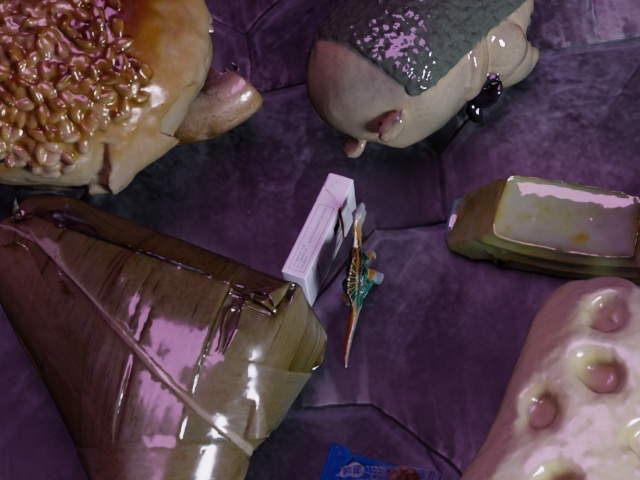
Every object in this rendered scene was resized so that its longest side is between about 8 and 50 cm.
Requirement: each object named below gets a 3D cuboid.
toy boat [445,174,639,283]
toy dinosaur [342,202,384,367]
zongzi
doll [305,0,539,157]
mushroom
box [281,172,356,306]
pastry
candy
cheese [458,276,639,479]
[{"bbox_3d":[0.295,-0.016,1.730,0.276,0.084,0.111,10,64,11],"label":"toy boat"},{"bbox_3d":[0.043,0.052,1.707,0.044,0.106,0.187,12,62,14],"label":"toy dinosaur"},{"bbox_3d":[-0.304,0.182,1.611,0.500,0.218,0.466,22,65,19],"label":"zongzi"},{"bbox_3d":[0.148,-0.259,1.819,0.247,0.247,0.349,33,63,23],"label":"doll"},{"bbox_3d":[-0.214,-0.196,1.868,0.286,0.156,0.151,29,79,34],"label":"mushroom"},{"bbox_3d":[0.000,0.000,1.756,0.040,0.084,0.154,18,64,18],"label":"box"},{"bbox_3d":[-0.338,-0.240,1.698,0.410,0.245,0.409,-4,72,13],"label":"pastry"},{"bbox_3d":[0.066,0.292,1.608,0.136,0.038,0.088,15,49,7],"label":"candy"},{"bbox_3d":[0.277,0.203,1.577,0.351,0.129,0.328,-14,61,-3],"label":"cheese"}]
